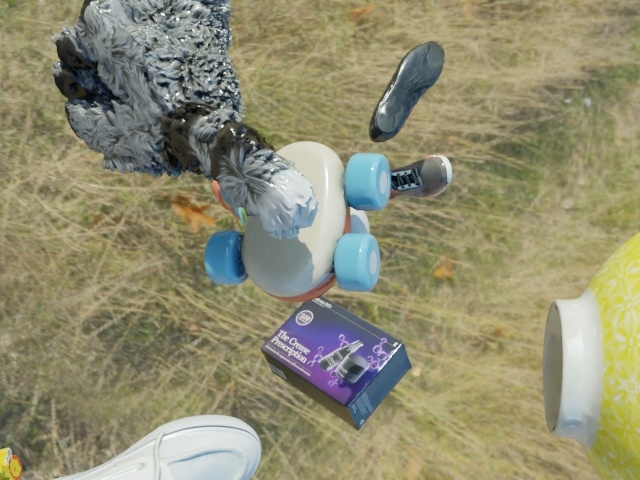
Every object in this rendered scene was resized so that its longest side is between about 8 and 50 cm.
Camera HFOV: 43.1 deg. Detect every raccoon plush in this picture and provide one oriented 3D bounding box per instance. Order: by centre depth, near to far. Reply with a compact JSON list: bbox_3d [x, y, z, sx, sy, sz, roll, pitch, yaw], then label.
[{"bbox_3d":[-0.128,-0.187,1.066,0.299,0.446,0.216,-37,169,-45],"label":"raccoon plush"}]

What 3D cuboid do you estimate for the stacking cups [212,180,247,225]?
[{"bbox_3d":[-0.114,-0.063,1.355,0.096,0.316,0.096,-8,109,-26],"label":"stacking cups"}]

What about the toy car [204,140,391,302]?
[{"bbox_3d":[0.000,0.000,1.109,0.238,0.219,0.210,42,53,-61],"label":"toy car"}]

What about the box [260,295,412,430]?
[{"bbox_3d":[0.031,0.248,1.716,0.184,0.261,0.103,-45,140,-23],"label":"box"}]

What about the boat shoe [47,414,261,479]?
[{"bbox_3d":[-0.220,0.316,0.944,0.367,0.156,0.135,-12,106,-26],"label":"boat shoe"}]

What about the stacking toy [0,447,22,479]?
[{"bbox_3d":[-0.553,0.290,1.151,0.167,0.052,0.221,-14,128,6],"label":"stacking toy"}]

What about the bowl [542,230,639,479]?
[{"bbox_3d":[0.271,0.109,0.670,0.289,0.156,0.289,3,90,-83],"label":"bowl"}]

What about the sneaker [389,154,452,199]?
[{"bbox_3d":[0.130,-0.088,1.243,0.065,0.158,0.061,-13,87,-44],"label":"sneaker"}]

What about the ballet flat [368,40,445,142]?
[{"bbox_3d":[0.114,-0.207,1.106,0.057,0.049,0.173,38,72,-9],"label":"ballet flat"}]
